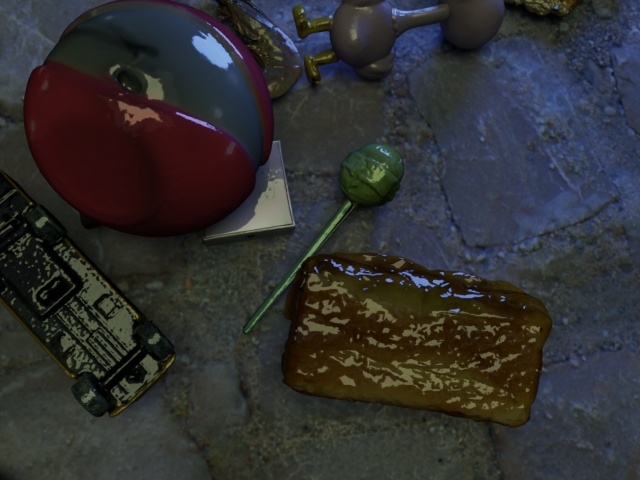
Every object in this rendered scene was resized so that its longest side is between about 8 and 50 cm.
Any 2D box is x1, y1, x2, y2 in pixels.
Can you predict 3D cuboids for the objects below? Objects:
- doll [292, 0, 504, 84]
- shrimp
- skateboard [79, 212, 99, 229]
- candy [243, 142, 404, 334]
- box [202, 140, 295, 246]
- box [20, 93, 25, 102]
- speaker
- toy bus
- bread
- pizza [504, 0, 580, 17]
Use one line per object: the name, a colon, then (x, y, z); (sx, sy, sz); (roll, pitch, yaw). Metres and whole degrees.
doll: (0.144, -0.340, 0.851); (0.365, 0.160, 0.094); (-23, 39, -9)
shrimp: (-0.131, -0.299, 0.861); (0.152, 0.046, 0.219); (-38, 85, -15)
skateboard: (-0.319, -0.089, 0.794); (0.080, 0.067, 0.151); (-5, 73, 3)
candy: (0.000, 0.000, 0.802); (0.093, 0.092, 0.335); (37, 85, 15)
box: (-0.111, -0.068, 0.811); (0.129, 0.051, 0.130); (-9, 80, -8)
box: (-0.345, -0.225, 0.824); (0.084, 0.040, 0.154); (42, 76, 6)
speaker: (-0.201, -0.156, 0.703); (0.294, 0.294, 0.294); (1, 78, -6)
toy bus: (-0.331, 0.068, 0.721); (0.335, 0.123, 0.121); (45, 76, 4)
bread: (0.120, 0.124, 0.742); (0.344, 0.149, 0.195); (12, 91, -2)
pizza: (0.341, -0.466, 0.932); (0.365, 0.074, 0.182); (10, 77, -4)
